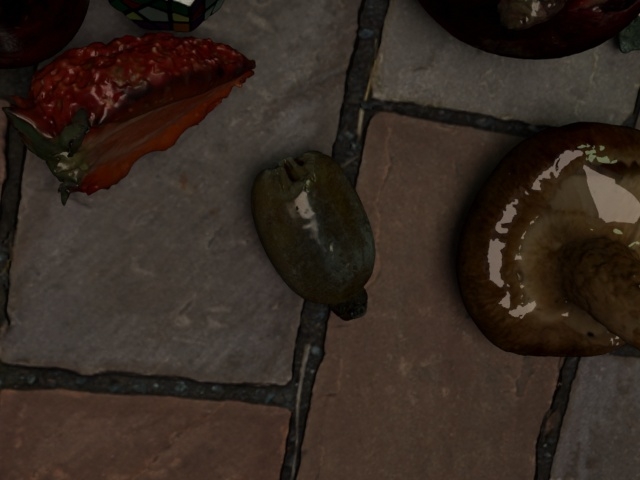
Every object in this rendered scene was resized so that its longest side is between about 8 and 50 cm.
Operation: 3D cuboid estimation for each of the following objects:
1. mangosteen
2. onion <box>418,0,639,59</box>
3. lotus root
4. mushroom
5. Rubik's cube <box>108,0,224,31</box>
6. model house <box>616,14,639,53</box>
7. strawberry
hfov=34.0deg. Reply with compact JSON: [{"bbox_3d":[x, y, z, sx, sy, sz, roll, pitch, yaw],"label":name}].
[{"bbox_3d":[-0.283,-0.246,0.899,0.200,0.200,0.200,-4,106,-14],"label":"mangosteen"},{"bbox_3d":[0.204,-0.267,0.960,0.272,0.195,0.272,0,142,0],"label":"onion"},{"bbox_3d":[0.000,0.000,1.076,0.113,0.088,0.192,-29,111,-13],"label":"lotus root"},{"bbox_3d":[0.288,-0.002,1.103,0.267,0.254,0.267,5,78,-25],"label":"mushroom"},{"bbox_3d":[-0.139,-0.254,0.953,0.112,0.133,0.133,-10,109,-41],"label":"Rubik's cube"},{"bbox_3d":[0.353,-0.251,1.124,0.083,0.066,0.079,-17,121,8],"label":"model house"},{"bbox_3d":[-0.171,-0.144,0.960,0.228,0.174,0.098,-34,79,-12],"label":"strawberry"}]
